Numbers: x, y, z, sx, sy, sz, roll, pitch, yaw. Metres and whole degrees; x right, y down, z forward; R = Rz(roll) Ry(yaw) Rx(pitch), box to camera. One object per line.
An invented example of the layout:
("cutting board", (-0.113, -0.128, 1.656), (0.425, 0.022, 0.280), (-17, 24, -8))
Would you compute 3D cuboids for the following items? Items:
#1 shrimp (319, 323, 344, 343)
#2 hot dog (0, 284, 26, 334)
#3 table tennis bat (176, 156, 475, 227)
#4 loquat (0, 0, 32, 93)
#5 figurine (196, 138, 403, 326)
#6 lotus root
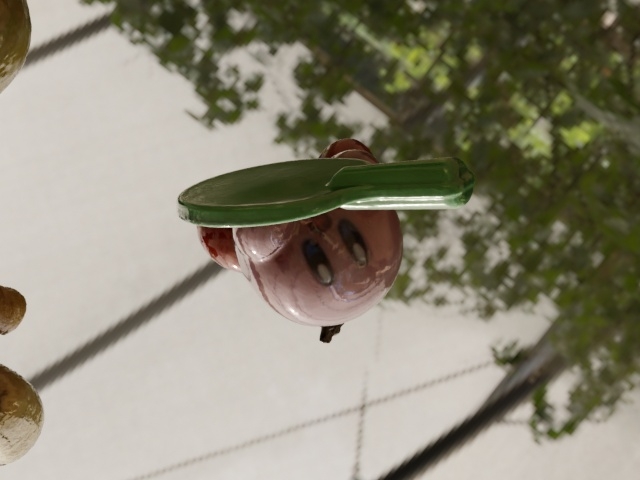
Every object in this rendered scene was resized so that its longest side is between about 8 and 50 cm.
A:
("shrimp", (0.004, 0.069, 2.019), (0.147, 0.195, 0.035), (-4, 138, 38))
("hot dog", (-0.508, 0.067, 1.935), (0.061, 0.088, 0.286), (26, -175, 39))
("table tennis bat", (0.003, -0.041, 1.134), (0.257, 0.039, 0.160), (-1, -162, 33))
("loquat", (-0.460, -0.266, 1.636), (0.276, 0.276, 0.284), (35, 164, -24))
("figurine", (0.001, 0.004, 1.898), (0.211, 0.269, 0.261), (64, 171, -8))
("lotus root", (-0.485, 0.250, 2.108), (0.146, 0.131, 0.303), (17, 157, 4))
